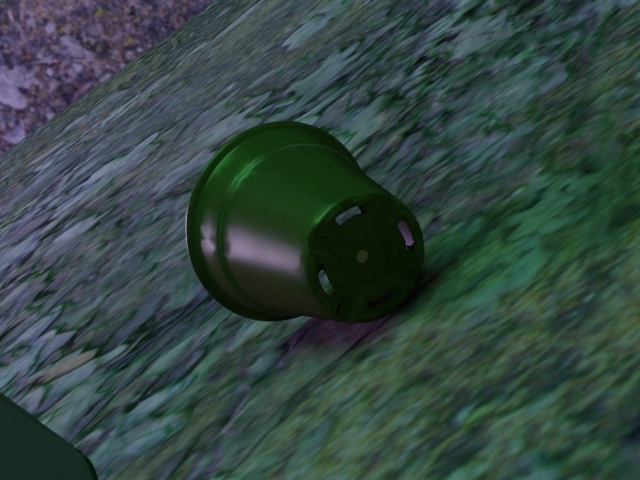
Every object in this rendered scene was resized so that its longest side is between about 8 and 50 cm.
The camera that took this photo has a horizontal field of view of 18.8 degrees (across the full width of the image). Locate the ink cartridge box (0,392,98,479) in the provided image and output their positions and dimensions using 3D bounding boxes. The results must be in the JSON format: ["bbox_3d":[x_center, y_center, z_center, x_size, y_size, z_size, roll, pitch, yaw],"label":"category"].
[{"bbox_3d":[-0.131,0.138,0.390,0.208,0.087,0.153,-33,51,10],"label":"ink cartridge box"}]

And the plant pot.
[{"bbox_3d":[0.000,0.000,0.755,0.083,0.083,0.079,-39,25,-13],"label":"plant pot"}]
